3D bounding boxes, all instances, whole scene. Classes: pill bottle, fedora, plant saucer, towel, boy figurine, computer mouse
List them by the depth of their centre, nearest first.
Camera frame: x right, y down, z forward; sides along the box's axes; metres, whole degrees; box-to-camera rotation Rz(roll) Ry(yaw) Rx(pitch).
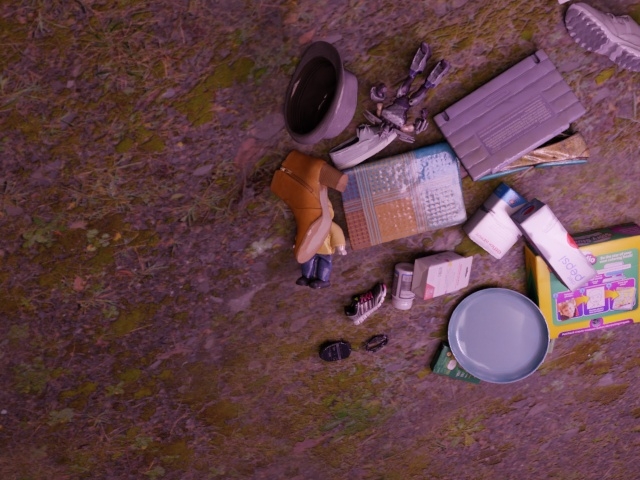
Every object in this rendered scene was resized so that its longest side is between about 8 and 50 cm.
[{"bbox_3d":[0.017,-0.385,1.642,0.124,0.244,0.275,7,112,-39],"label":"fedora"},{"bbox_3d":[0.246,-0.132,1.809,0.370,0.040,0.271,-15,116,-4],"label":"towel"},{"bbox_3d":[0.000,0.000,1.820,0.177,0.092,0.285,14,105,27],"label":"boy figurine"},{"bbox_3d":[0.268,0.146,1.931,0.078,0.078,0.137,4,112,-6],"label":"pill bottle"},{"bbox_3d":[0.581,0.309,1.983,0.317,0.044,0.317,2,96,17],"label":"plant saucer"},{"bbox_3d":[0.111,0.354,2.031,0.242,0.041,0.071,-10,111,-7],"label":"computer mouse"}]

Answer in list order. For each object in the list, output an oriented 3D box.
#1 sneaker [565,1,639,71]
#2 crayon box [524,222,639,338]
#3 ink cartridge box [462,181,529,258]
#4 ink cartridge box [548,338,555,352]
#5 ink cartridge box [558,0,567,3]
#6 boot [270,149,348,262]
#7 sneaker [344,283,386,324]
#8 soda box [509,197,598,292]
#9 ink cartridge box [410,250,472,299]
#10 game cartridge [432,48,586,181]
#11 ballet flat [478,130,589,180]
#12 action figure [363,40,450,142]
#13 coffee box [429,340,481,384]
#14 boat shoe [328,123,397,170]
[{"bbox_3d":[0.805,-0.583,1.681,0.281,0.105,0.115,28,78,-13],"label":"sneaker"},{"bbox_3d":[0.865,0.135,1.958,0.363,0.106,0.313,-11,111,1],"label":"crayon box"},{"bbox_3d":[0.557,-0.061,1.866,0.139,0.082,0.190,35,107,-16],"label":"ink cartridge box"},{"bbox_3d":[0.711,0.356,2.059,0.209,0.062,0.109,1,112,-5],"label":"ink cartridge box"},{"bbox_3d":[0.714,-0.759,1.519,0.283,0.117,0.207,-16,112,28],"label":"ink cartridge box"},{"bbox_3d":[-0.064,-0.101,1.733,0.211,0.104,0.295,24,88,29],"label":"boot"},{"bbox_3d":[0.140,0.198,1.949,0.075,0.063,0.170,34,111,-23],"label":"sneaker"},{"bbox_3d":[0.696,0.014,1.803,0.098,0.091,0.286,-39,104,9],"label":"soda box"},{"bbox_3d":[0.384,0.104,1.903,0.198,0.067,0.115,-10,117,-33],"label":"ink cartridge box"},{"bbox_3d":[0.528,-0.346,1.705,0.355,0.068,0.230,-31,84,9],"label":"game cartridge"},{"bbox_3d":[0.613,-0.257,1.784,0.348,0.123,0.123,-10,113,0],"label":"ballet flat"},{"bbox_3d":[0.236,-0.394,1.668,0.185,0.099,0.285,34,89,1],"label":"action figure"},{"bbox_3d":[0.482,0.422,2.080,0.184,0.040,0.113,16,110,-10],"label":"coffee box"},{"bbox_3d":[0.126,-0.289,1.740,0.227,0.079,0.081,-33,115,12],"label":"boat shoe"}]
